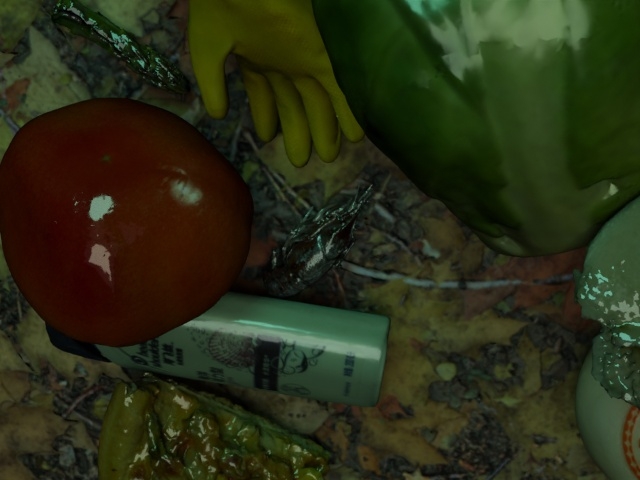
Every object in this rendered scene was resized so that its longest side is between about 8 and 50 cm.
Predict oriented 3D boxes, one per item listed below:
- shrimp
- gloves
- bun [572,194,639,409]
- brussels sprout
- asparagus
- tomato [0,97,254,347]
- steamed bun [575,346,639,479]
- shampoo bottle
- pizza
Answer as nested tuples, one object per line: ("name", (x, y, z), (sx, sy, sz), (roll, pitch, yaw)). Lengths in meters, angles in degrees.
("shrimp", (0.000, 0.000, 1.024), (0.165, 0.065, 0.056), (-46, 128, 11))
("gloves", (-0.045, -0.178, 0.905), (0.133, 0.116, 0.294), (22, 148, 36))
("bun", (0.358, 0.065, 0.793), (0.281, 0.281, 0.205), (-36, 58, 15))
("brussels sprout", (0.148, -0.166, 0.806), (0.276, 0.315, 0.371), (-28, 94, 2))
("asparagus", (-0.204, -0.198, 1.005), (0.165, 0.030, 0.036), (34, 83, -2))
("tomato", (-0.192, -0.029, 0.947), (0.260, 0.180, 0.259), (1, 63, -3))
("steamed bun", (0.379, 0.176, 0.984), (0.232, 0.145, 0.231), (2, 106, 6))
("shampoo bottle", (-0.110, 0.108, 1.050), (0.359, 0.078, 0.134), (8, 139, 4))
("pizza", (-0.154, 0.300, 1.093), (0.258, 0.087, 0.268), (25, 110, -12))
